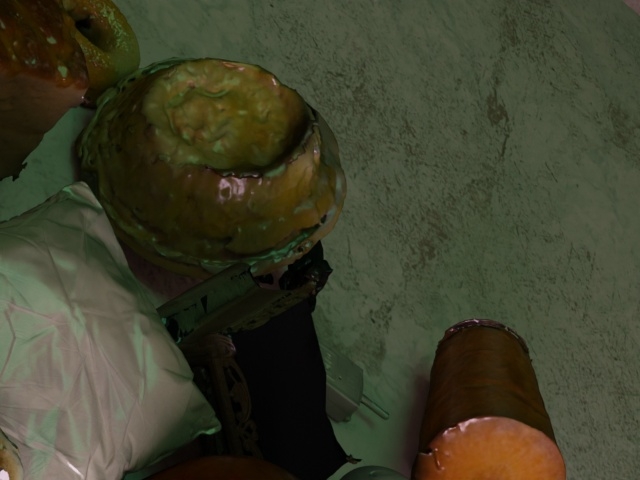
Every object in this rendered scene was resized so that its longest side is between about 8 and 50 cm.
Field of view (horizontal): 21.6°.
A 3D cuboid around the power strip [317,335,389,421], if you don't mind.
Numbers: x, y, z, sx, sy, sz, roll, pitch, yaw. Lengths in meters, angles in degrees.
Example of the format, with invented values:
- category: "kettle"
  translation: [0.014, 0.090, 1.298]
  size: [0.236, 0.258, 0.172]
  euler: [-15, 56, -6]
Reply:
- category: "power strip"
  translation: [0.018, 0.176, 2.079]
  size: [0.175, 0.042, 0.075]
  euler: [37, 31, -21]

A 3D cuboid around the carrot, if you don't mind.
- category: "carrot"
  translation: [0.204, 0.240, 2.162]
  size: [0.196, 0.196, 0.254]
  euler: [39, 21, -19]

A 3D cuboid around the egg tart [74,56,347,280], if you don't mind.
- category: "egg tart"
  translation: [-0.122, -0.115, 2.015]
  size: [0.345, 0.132, 0.345]
  euler: [8, 49, -9]

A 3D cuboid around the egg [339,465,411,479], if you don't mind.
- category: "egg"
  translation: [0.072, 0.316, 1.935]
  size: [0.135, 0.103, 0.103]
  euler: [37, 33, -27]

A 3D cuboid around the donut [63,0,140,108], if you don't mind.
- category: "donut"
  translation: [-0.306, -0.257, 2.102]
  size: [0.190, 0.074, 0.174]
  euler: [40, 31, -17]

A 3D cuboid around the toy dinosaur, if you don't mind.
- category: "toy dinosaur"
  translation: [0.000, 0.000, 2.106]
  size: [0.087, 0.179, 0.187]
  euler: [31, 8, -32]

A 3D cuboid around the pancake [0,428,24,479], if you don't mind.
- category: "pancake"
  translation: [-0.360, 0.218, 1.354]
  size: [0.253, 0.253, 0.037]
  euler: [39, 0, -17]

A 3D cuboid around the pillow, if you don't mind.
- category: "pillow"
  translation: [-0.246, 0.106, 1.497]
  size: [0.280, 0.076, 0.274]
  euler: [-28, 87, -43]

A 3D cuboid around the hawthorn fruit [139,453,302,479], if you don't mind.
- category: "hawthorn fruit"
  translation: [-0.093, 0.318, 1.524]
  size: [0.267, 0.301, 0.268]
  euler: [31, 41, -32]

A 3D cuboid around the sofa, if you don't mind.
- category: "sofa"
  translation: [-0.095, 0.173, 1.796]
  size: [0.200, 0.182, 0.258]
  euler: [-32, 113, -55]

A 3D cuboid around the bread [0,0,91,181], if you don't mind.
- category: "bread"
  translation: [-0.427, -0.233, 1.787]
  size: [0.279, 0.207, 0.279]
  euler: [14, 47, -44]
